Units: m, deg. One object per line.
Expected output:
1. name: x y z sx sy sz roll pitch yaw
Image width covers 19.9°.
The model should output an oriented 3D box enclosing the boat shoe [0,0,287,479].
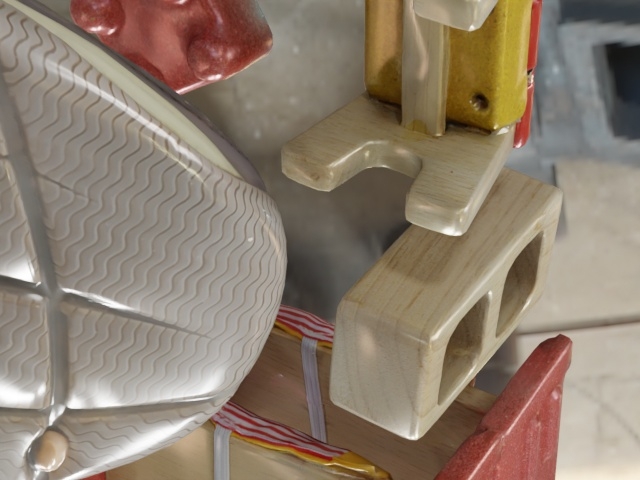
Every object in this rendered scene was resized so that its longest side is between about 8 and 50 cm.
1. boat shoe: -0.170 -0.054 0.363 0.355 0.130 0.132 20 122 -23

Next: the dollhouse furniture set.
1. dollhouse furniture set: 0.000 0.000 0.784 0.201 0.152 0.374 21 130 24
